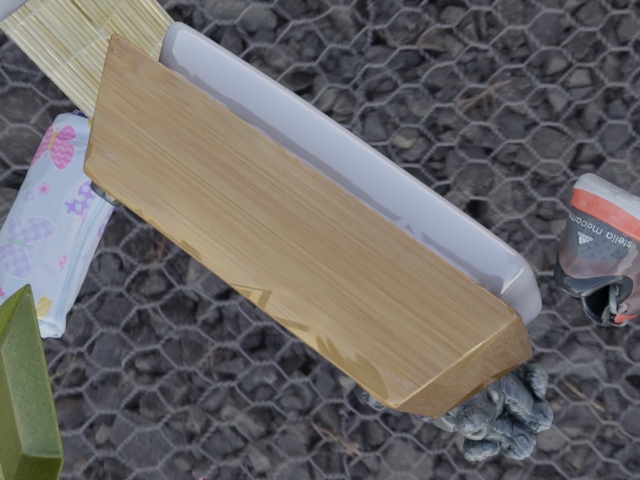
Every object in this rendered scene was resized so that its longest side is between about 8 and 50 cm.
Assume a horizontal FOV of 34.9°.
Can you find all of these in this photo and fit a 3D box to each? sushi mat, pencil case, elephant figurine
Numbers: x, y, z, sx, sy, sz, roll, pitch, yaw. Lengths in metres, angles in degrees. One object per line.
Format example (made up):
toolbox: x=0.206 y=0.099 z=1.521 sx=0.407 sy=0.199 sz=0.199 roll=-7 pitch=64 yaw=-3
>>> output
sushi mat: x=-0.291 y=-0.279 z=1.115 sx=0.151 sy=0.019 sz=0.316 roll=-46 pitch=128 yaw=-7
pencil case: x=-0.316 y=-0.018 z=1.239 sx=0.124 sy=0.113 sz=0.273 roll=17 pitch=72 yaw=16
elephant figurine: x=0.186 y=0.186 z=1.302 sx=0.239 sy=0.186 sz=0.169 roll=28 pitch=63 yaw=-46

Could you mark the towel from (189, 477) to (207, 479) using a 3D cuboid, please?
towel: x=-0.079 y=0.457 z=1.383 sx=0.275 sy=0.199 sz=0.031 roll=36 pitch=56 yaw=29

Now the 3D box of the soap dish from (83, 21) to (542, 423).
soap dish: x=0.000 y=0.000 z=0.663 sx=0.291 sy=0.229 sz=0.118 roll=36 pitch=89 yaw=17

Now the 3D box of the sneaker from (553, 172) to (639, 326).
sneaker: x=0.154 y=0.011 z=0.521 sx=0.158 sy=0.061 sz=0.065 roll=16 pitch=103 yaw=-53

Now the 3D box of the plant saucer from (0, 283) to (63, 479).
plant saucer: x=-0.266 y=0.158 z=0.852 sx=0.045 sy=0.188 sz=0.188 roll=-6 pitch=111 yaw=-2

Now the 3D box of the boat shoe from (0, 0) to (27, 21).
boat shoe: x=-0.209 y=-0.267 z=0.743 sx=0.102 sy=0.108 sz=0.301 roll=39 pitch=63 yaw=-12
